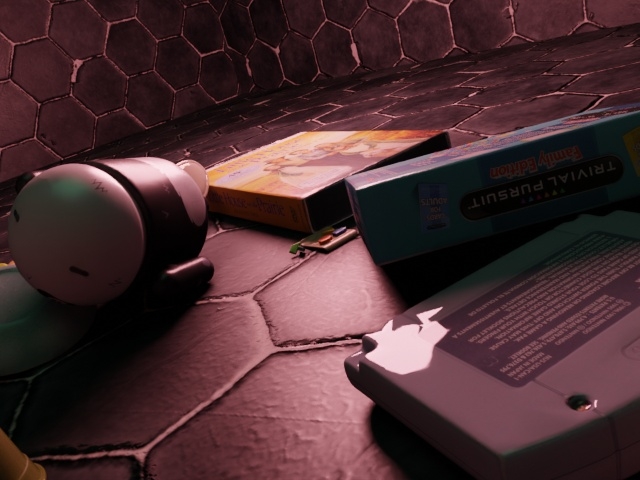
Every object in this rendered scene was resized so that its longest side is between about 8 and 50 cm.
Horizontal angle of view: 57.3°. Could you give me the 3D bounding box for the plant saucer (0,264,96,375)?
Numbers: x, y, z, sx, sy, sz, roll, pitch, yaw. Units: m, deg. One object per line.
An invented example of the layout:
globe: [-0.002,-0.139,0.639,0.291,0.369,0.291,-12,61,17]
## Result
plant saucer: [-0.375,0.079,0.708,0.194,0.038,0.195,3,35,-2]

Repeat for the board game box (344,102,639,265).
board game box: [0.201,-0.071,0.652,0.335,0.079,0.254,-15,8,3]

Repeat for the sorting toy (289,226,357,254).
sorting toy: [0.000,0.000,0.776,0.083,0.012,0.062,-29,24,-32]

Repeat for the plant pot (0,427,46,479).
plant pot: [-0.264,0.168,0.439,0.083,0.079,0.083,-15,20,6]

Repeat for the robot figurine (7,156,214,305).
robot figurine: [-0.255,-0.016,0.747,0.208,0.174,0.278,-5,8,18]

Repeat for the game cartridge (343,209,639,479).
game cartridge: [0.186,0.062,0.418,0.294,0.060,0.196,-25,18,-22]

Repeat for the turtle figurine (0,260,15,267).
turtle figurine: [-0.449,0.063,0.838,0.269,0.087,0.217,4,34,9]

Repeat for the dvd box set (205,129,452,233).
dvd box set: [-0.023,-0.122,1.044,0.307,0.062,0.420,-27,23,-29]

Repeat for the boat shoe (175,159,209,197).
boat shoe: [-0.249,-0.059,0.981,0.065,0.075,0.206,-34,28,36]
